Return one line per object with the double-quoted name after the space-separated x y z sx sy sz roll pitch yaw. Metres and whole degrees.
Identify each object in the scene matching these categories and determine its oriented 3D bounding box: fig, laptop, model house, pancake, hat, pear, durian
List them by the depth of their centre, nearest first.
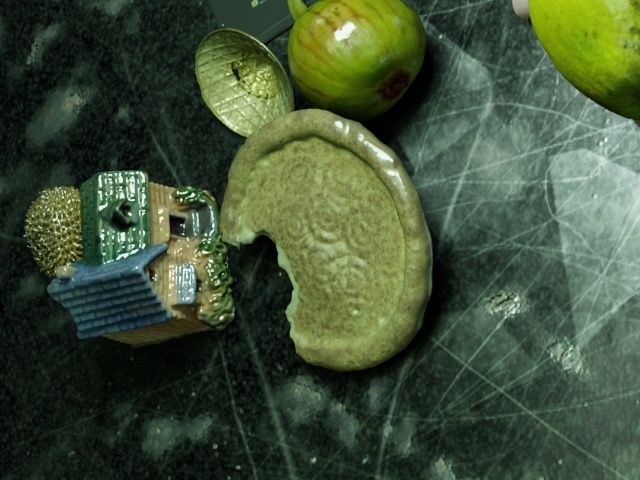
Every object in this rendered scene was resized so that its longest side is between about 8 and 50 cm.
0.306 -0.241 1.697 0.212 0.212 0.269 -25 55 28 "pear"
0.000 0.000 1.913 0.286 0.033 0.288 5 100 34 "pancake"
0.001 -0.240 1.951 0.259 0.151 0.151 43 104 35 "fig"
-0.217 0.017 2.028 0.166 0.172 0.183 -15 70 33 "model house"
-0.071 -0.195 2.049 0.146 0.067 0.146 23 133 27 "hat"
-0.052 -0.314 2.087 0.197 0.016 0.135 -32 63 25 "laptop"
-0.334 -0.005 2.181 0.110 0.071 0.140 -21 73 30 "durian"

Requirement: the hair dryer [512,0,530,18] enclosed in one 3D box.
0.245 -0.293 1.863 0.063 0.037 0.114 -1 71 36 "hair dryer"
